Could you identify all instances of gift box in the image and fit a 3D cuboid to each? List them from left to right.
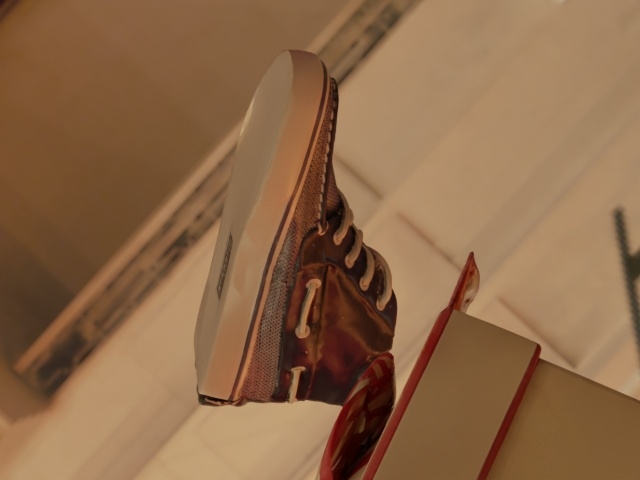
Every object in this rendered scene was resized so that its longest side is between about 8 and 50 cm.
[{"bbox_3d":[0.100,0.179,0.726,0.258,0.255,0.276,22,157,13],"label":"gift box"}]

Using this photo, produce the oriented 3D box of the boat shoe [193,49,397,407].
[{"bbox_3d":[0.000,0.000,1.348,0.158,0.340,0.127,8,-145,-15],"label":"boat shoe"}]
